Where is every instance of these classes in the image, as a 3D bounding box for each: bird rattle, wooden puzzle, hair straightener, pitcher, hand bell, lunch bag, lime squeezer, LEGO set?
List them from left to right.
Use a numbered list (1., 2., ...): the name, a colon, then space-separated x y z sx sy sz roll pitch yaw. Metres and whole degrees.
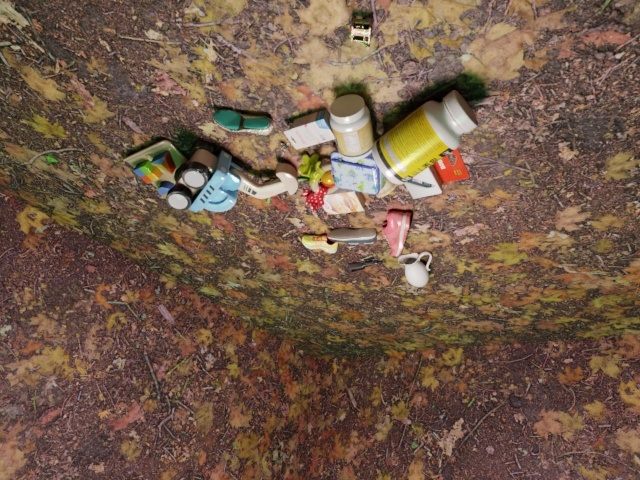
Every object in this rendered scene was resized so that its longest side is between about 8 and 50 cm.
1. wooden puzzle: -0.729 -0.308 2.004 0.322 0.081 0.348 -11 141 32
2. lime squeezer: -0.195 -0.243 1.949 0.110 0.059 0.310 34 141 -31
3. LEGO set: -0.147 -0.396 1.731 0.083 0.024 0.054 -23 138 25
4. bird rattle: 0.014 -0.248 1.775 0.206 0.143 0.254 -20 132 -10
5. lunch bag: 0.147 -0.282 1.641 0.218 0.090 0.176 19 134 28
6. hair straightener: 0.256 0.135 2.396 0.230 0.047 0.089 -12 141 33
7. hand bell: 0.205 -0.303 1.705 0.242 0.126 0.126 44 138 -21
8. pitcher: 0.541 0.152 2.276 0.177 0.126 0.207 -20 127 18

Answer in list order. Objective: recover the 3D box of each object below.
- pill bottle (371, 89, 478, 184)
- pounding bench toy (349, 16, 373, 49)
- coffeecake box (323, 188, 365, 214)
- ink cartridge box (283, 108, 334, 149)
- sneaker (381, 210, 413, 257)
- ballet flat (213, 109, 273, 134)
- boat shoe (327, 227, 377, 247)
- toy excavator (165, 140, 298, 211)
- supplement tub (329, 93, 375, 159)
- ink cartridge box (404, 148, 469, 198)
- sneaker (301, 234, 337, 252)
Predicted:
1. pill bottle: 0.358 -0.354 1.439 0.188 0.188 0.334 33 131 -30
2. pounding bench toy: 0.120 -0.619 1.255 0.065 0.052 0.083 8 148 7
3. coffeecake box: 0.096 -0.193 1.916 0.185 0.068 0.142 -5 145 26
4. ink cartridge box: -0.038 -0.425 1.603 0.181 0.062 0.104 -9 142 29
5. sneaker: 0.364 -0.039 2.056 0.136 0.116 0.314 17 142 11
6. ballet flat: -0.301 -0.454 1.635 0.240 0.091 0.077 13 171 6
7. boat shoe: 0.165 -0.015 2.155 0.254 0.095 0.079 -5 134 10
8. toy excavator: -0.381 -0.252 1.838 0.445 0.222 0.433 29 125 -28
9. supplement tub: 0.115 -0.406 1.503 0.144 0.144 0.200 1 146 18
10. ink cartridge box: 0.437 -0.290 1.660 0.238 0.060 0.275 -9 142 32
11. sneaker: 0.000 0.000 2.254 0.208 0.082 0.094 11 142 -11
